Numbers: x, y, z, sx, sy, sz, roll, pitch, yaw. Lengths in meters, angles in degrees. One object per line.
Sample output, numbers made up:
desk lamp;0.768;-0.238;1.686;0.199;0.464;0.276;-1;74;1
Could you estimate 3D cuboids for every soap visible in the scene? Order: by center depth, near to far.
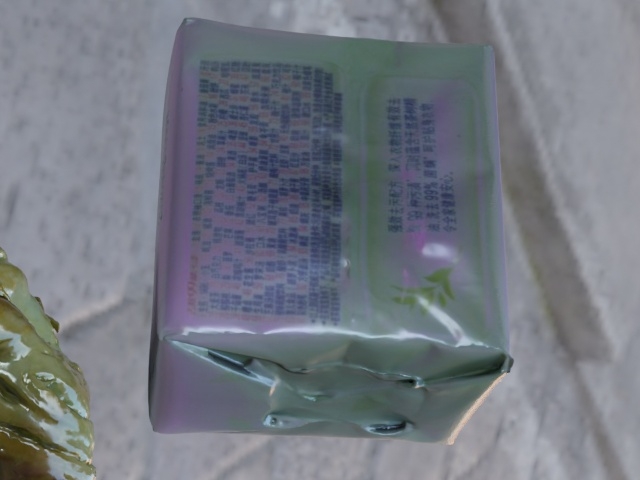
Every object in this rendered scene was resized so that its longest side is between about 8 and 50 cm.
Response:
soap;0.000;0.000;0.964;0.138;0.182;0.199;110;-17;-63

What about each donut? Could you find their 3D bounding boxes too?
donut;-0.372;0.151;1.551;0.170;0.360;0.360;-93;-179;-60
